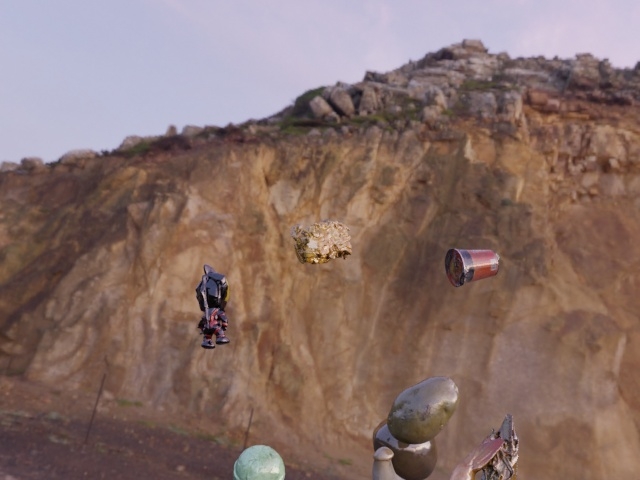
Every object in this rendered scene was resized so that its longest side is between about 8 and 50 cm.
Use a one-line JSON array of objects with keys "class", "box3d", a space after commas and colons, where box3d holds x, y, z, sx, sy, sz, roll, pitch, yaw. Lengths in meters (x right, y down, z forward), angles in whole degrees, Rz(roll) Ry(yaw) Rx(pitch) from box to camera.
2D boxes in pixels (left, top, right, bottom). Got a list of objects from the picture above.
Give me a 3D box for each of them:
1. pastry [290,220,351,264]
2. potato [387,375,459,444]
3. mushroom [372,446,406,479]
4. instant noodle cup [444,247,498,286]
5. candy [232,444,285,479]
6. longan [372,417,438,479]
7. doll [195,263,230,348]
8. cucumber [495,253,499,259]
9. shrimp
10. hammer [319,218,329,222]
[{"class": "pastry", "box3d": [0.000, 0.000, 1.927, 0.102, 0.154, 0.250, -33, -17, 34]}, {"class": "potato", "box3d": [0.297, 0.487, 1.744, 0.160, 0.235, 0.178, 44, 9, -24]}, {"class": "mushroom", "box3d": [0.215, 0.721, 1.775, 0.103, 0.118, 0.270, 4, -46, 44]}, {"class": "instant noodle cup", "box3d": [0.481, 0.078, 1.910, 0.136, 0.127, 0.127, -6, -10, -16]}, {"class": "candy", "box3d": [-0.157, 0.665, 1.450, 0.119, 0.440, 0.119, 6, 29, -3]}, {"class": "longan", "box3d": [0.277, 0.692, 2.031, 0.246, 0.215, 0.246, 33, -27, 19]}, {"class": "doll", "box3d": [-0.321, 0.193, 1.801, 0.127, 0.248, 0.088, -14, -19, 6]}, {"class": "cucumber", "box3d": [0.588, 0.074, 2.114, 0.032, 0.032, 0.133, 12, -15, 0]}, {"class": "shrimp", "box3d": [0.294, 0.430, 1.075, 0.145, 0.267, 0.061, 33, -22, -9]}, {"class": "hammer", "box3d": [0.034, -0.027, 2.307, 0.035, 0.110, 0.019, -24, -5, 13]}]
